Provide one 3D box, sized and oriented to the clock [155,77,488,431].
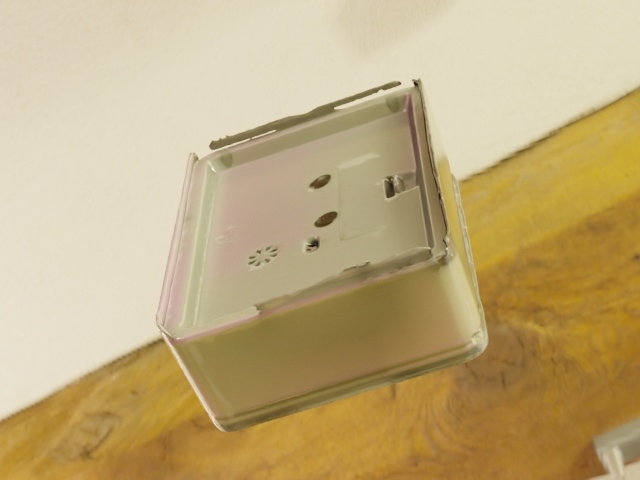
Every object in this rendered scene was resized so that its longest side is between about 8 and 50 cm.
[{"bbox_3d":[0.000,0.000,0.645,0.146,0.192,0.071,-18,-61,10],"label":"clock"}]
